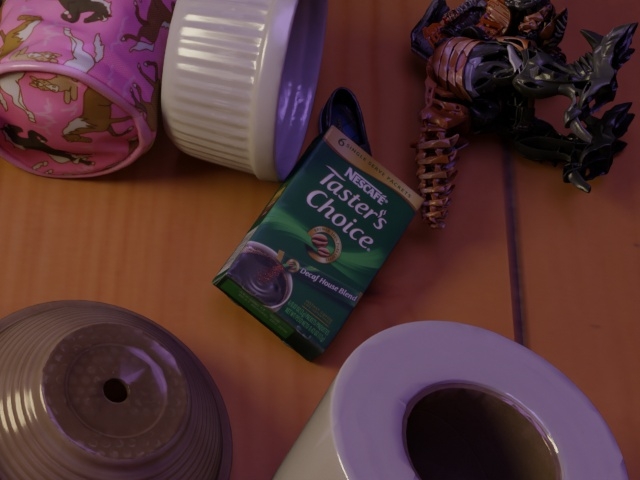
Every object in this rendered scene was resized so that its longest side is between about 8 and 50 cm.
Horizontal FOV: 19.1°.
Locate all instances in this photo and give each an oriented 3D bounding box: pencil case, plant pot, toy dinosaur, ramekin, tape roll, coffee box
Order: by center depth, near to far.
[{"bbox_3d":[0.090,0.206,1.448,0.246,0.169,0.246,14,46,-16],"label":"tape roll"},{"bbox_3d":[-0.172,0.138,1.482,0.237,0.110,0.237,11,57,-18],"label":"plant pot"},{"bbox_3d":[0.000,0.000,1.653,0.113,0.040,0.184,40,60,-7],"label":"coffee box"},{"bbox_3d":[-0.067,-0.160,1.688,0.109,0.207,0.207,11,53,8],"label":"ramekin"},{"bbox_3d":[-0.205,-0.239,1.739,0.160,0.167,0.386,40,43,-37],"label":"pencil case"},{"bbox_3d":[0.175,-0.141,1.782,0.218,0.164,0.322,18,81,18],"label":"toy dinosaur"}]

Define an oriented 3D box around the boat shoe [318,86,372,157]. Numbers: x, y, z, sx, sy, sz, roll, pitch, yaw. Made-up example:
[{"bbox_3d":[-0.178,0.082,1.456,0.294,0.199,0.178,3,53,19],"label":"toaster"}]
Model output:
[{"bbox_3d":[0.024,-0.078,1.742,0.049,0.040,0.142,-2,56,-14],"label":"boat shoe"}]
